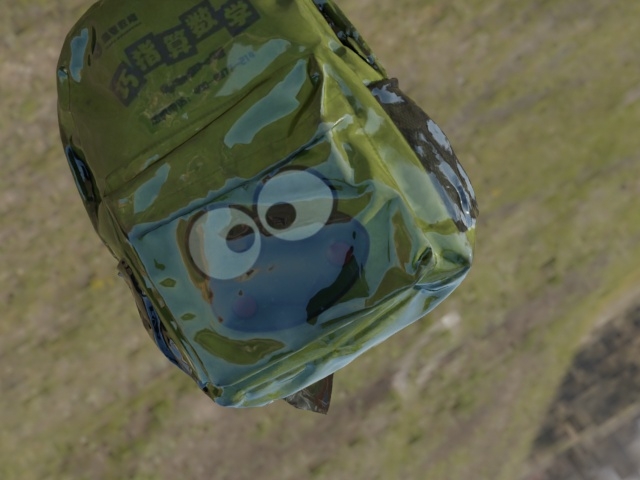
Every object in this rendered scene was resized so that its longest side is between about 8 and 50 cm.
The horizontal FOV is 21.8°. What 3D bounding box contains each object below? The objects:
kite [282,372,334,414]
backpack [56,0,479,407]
[{"bbox_3d":[0.000,0.000,1.405,0.015,0.285,0.152,11,-173,-28],"label":"kite"},{"bbox_3d":[-0.037,-0.044,0.961,0.207,0.253,0.140,-31,180,11],"label":"backpack"}]
